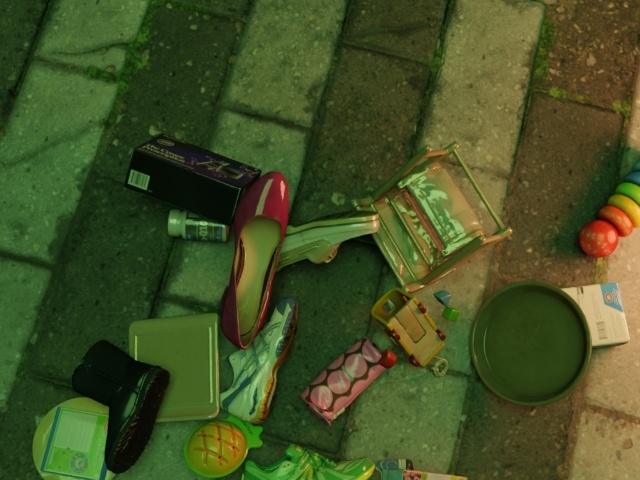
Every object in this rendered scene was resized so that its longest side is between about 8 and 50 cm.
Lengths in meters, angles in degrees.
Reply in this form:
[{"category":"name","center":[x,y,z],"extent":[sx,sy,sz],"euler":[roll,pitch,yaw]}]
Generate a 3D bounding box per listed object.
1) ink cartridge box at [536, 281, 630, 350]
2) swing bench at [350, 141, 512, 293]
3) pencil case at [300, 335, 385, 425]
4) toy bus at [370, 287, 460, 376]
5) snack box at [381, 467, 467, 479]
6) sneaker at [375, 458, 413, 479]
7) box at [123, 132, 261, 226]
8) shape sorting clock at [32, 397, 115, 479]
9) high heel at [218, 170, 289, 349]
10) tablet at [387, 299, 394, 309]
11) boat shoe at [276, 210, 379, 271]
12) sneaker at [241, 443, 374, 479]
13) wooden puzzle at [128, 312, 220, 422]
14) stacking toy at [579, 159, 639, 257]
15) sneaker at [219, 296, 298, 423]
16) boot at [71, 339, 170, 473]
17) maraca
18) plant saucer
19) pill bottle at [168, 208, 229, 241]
[{"category":"ink cartridge box","center":[0.593,0.181,1.936],"extent":[0.190,0.082,0.140],"euler":[-7,75,-1]},{"category":"swing bench","center":[0.250,-0.051,1.935],"extent":[0.254,0.165,0.253],"euler":[-37,76,34]},{"category":"pencil case","center":[0.060,0.314,1.886],"extent":[0.209,0.095,0.098],"euler":[-44,46,-10]},{"category":"toy bus","center":[0.200,0.200,1.902],"extent":[0.190,0.104,0.202],"euler":[1,107,-30]},{"category":"snack box","center":[0.216,0.575,1.770],"extent":[0.207,0.070,0.175],"euler":[18,70,-39]},{"category":"sneaker","center":[0.152,0.580,1.829],"extent":[0.081,0.080,0.211],"euler":[3,70,17]},{"category":"box","center":[-0.291,-0.144,1.948],"extent":[0.261,0.184,0.103],"euler":[20,109,4]},{"category":"shape sorting clock","center":[-0.528,0.451,1.860],"extent":[0.206,0.040,0.206],"euler":[1,69,-3]},{"category":"high heel","center":[-0.128,0.045,1.829],"extent":[0.127,0.181,0.378],"euler":[8,108,-22]},{"category":"tablet","center":[0.193,0.158,1.974],"extent":[0.054,0.006,0.083],"euler":[-23,75,-7]},{"category":"boat shoe","center":[0.000,0.000,1.940],"extent":[0.302,0.113,0.103],"euler":[-10,97,23]},{"category":"sneaker","center":[-0.028,0.499,1.822],"extent":[0.295,0.109,0.124],"euler":[-8,79,-3]},{"category":"wooden puzzle","center":[-0.327,0.287,1.890],"extent":[0.220,0.044,0.239],"euler":[-7,71,15]},{"category":"stacking toy","center":[0.744,-0.086,1.996],"extent":[0.141,0.141,0.330],"euler":[43,83,10]},{"category":"sneaker","center":[-0.142,0.253,1.889],"extent":[0.130,0.112,0.297],"euler":[14,68,15]},{"category":"boot","center":[-0.458,0.357,1.837],"extent":[0.207,0.094,0.247],"euler":[15,78,29]},{"category":"maraca","center":[-0.211,0.443,1.844],"extent":[0.185,0.099,0.127],"euler":[-29,69,-32]},{"category":"plant saucer","center":[0.469,0.229,1.880],"extent":[0.277,0.041,0.278],"euler":[-6,79,32]},{"category":"pill bottle","center":[-0.285,-0.038,1.981],"extent":[0.137,0.078,0.078],"euler":[4,74,0]}]
